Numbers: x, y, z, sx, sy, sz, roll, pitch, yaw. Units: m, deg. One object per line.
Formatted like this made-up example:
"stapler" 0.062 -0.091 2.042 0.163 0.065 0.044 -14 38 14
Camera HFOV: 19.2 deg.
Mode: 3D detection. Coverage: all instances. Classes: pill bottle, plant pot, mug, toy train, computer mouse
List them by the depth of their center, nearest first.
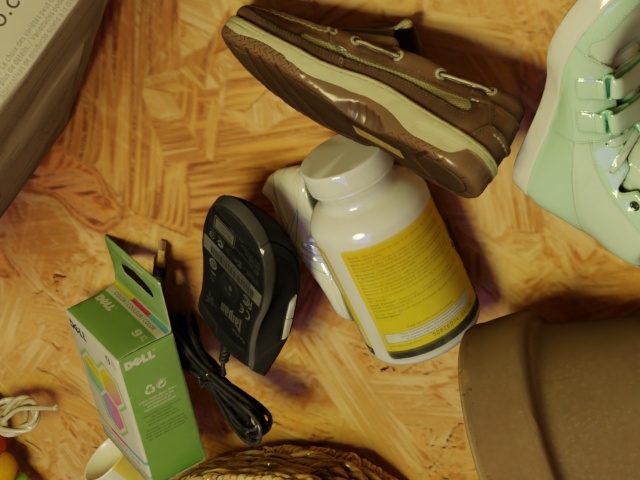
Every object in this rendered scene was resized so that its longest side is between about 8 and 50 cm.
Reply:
"plant pot" 0.260 0.155 1.489 0.229 0.263 0.263 -20 116 18
"pill bottle" 0.054 0.004 1.544 0.103 0.103 0.184 -8 122 31
"computer mouse" -0.081 0.037 1.649 0.184 0.060 0.262 44 144 35
"mug" -0.187 0.232 1.878 0.078 0.062 0.064 -22 122 44
"toy train" -0.331 0.228 1.923 0.248 0.105 0.143 -8 133 31

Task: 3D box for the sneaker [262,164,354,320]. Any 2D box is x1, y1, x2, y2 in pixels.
"sneaker" 0.000 0.000 1.609 0.061 0.054 0.152 -1 120 39

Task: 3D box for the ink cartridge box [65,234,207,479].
"ink cartridge box" -0.175 0.112 1.739 0.109 0.062 0.209 38 148 48

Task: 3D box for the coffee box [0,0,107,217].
"coffee box" -0.392 -0.130 1.436 0.334 0.337 0.338 32 155 -1

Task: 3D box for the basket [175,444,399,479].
"basket" -0.044 0.302 1.822 0.299 0.223 0.213 -22 86 35

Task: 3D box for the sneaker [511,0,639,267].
"sneaker" 0.237 -0.090 1.362 0.151 0.094 0.256 40 146 21

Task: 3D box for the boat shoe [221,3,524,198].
"boat shoe" 0.044 -0.128 1.463 0.257 0.095 0.095 32 168 22
